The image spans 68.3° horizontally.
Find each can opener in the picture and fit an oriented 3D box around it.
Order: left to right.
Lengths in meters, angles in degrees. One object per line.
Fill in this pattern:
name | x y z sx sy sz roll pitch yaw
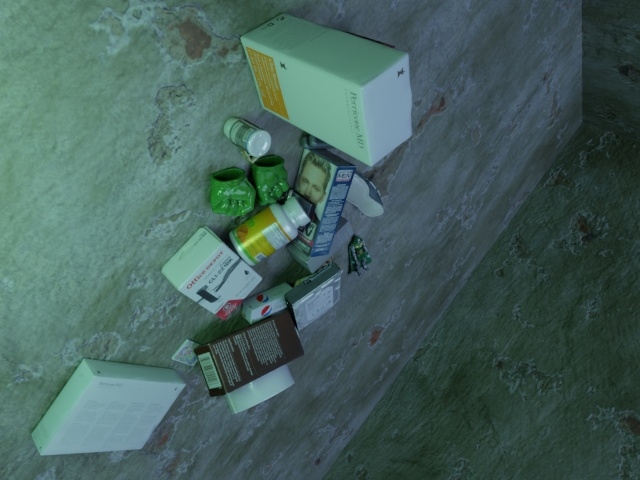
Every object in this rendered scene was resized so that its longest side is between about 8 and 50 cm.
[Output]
can opener | 0.049 -0.362 1.643 0.281 0.074 0.093 -18 97 -42

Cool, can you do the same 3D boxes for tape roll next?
tape roll | -0.253 0.601 1.935 0.286 0.100 0.286 -25 171 -4

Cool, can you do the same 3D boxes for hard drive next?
hard drive | -0.078 -0.112 1.631 0.022 0.135 0.094 -7 124 -42
hard drive | -0.022 0.235 1.919 0.237 0.064 0.338 -34 156 -16

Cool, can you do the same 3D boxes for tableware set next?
tableware set | 0.013 0.077 1.953 0.128 0.039 0.194 -43 153 -15

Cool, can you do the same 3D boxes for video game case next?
video game case | -0.474 0.409 1.717 0.087 0.011 0.122 -51 145 -5

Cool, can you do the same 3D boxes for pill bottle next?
pill bottle | -0.208 -0.294 1.325 0.078 0.137 0.078 -29 137 -31
pill bottle | -0.161 -0.037 1.541 0.246 0.136 0.136 -34 144 2

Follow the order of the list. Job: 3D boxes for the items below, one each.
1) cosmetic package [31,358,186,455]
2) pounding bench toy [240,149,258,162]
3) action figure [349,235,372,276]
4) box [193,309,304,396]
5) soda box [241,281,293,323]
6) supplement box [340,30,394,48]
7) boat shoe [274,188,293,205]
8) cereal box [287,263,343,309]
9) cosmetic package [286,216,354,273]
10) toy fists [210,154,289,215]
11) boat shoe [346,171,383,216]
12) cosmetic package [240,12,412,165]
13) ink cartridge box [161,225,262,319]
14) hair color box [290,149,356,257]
cosmetic package | -0.667 0.542 1.531 0.284 0.097 0.377 -53 145 2
pounding bench toy | -0.202 -0.288 1.411 0.083 0.052 0.065 -45 144 -13
action figure | 0.176 0.064 2.145 0.137 0.063 0.232 -36 138 -20
box | -0.261 0.419 1.781 0.382 0.191 0.143 -16 172 -42
soda box | -0.202 0.242 1.843 0.216 0.069 0.073 -22 134 -38
supplement box | 0.114 -0.571 1.422 0.104 0.188 0.080 -16 129 -42
boat shoe | -0.159 -0.095 1.636 0.065 0.075 0.206 21 114 -10
cereal box | -0.025 0.203 2.008 0.240 0.047 0.173 -19 145 -39
cosmetic package | 0.000 0.000 1.825 0.238 0.127 0.107 -45 145 -11
toy fists | -0.215 -0.160 1.469 0.279 0.096 0.142 -27 138 -35
boat shoe | 0.160 -0.207 1.892 0.319 0.116 0.098 40 43 -48
cosmetic package | 0.010 -0.400 1.214 0.161 0.453 0.230 -39 142 -20
ink cartridge box | -0.344 0.111 1.528 0.197 0.114 0.273 -48 144 -8
hair color box | -0.013 -0.133 1.656 0.105 0.174 0.347 -8 125 -44
